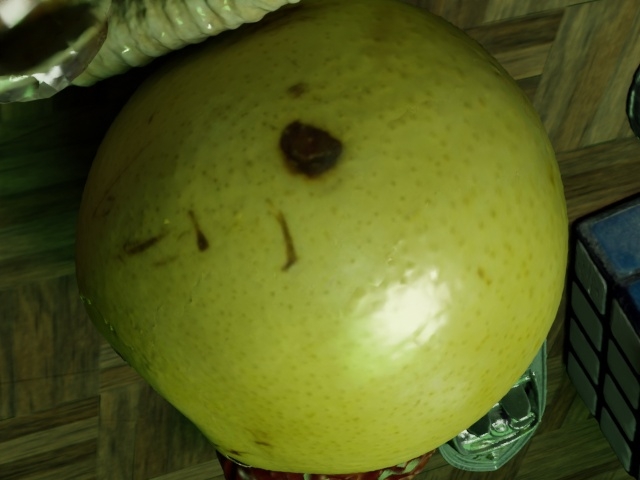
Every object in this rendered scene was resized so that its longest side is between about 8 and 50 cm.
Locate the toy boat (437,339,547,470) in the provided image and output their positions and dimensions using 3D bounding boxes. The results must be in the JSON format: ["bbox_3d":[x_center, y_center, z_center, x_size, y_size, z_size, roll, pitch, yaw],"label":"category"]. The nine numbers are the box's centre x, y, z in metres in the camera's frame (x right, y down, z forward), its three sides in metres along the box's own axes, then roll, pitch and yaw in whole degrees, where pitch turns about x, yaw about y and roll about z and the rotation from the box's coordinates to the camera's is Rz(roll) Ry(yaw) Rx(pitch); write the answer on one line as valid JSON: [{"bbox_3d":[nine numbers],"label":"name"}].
[{"bbox_3d":[0.193,0.194,1.650,0.141,0.092,0.319,-22,148,-5],"label":"toy boat"}]

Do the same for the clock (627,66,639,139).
[{"bbox_3d":[0.425,-0.165,1.355,0.280,0.055,0.281,-20,147,-13],"label":"clock"}]

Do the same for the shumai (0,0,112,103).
[{"bbox_3d":[-0.227,-0.139,0.729,0.267,0.262,0.314,14,131,-45],"label":"shumai"}]

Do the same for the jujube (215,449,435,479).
[{"bbox_3d":[0.014,0.163,1.388,0.213,0.213,0.232,4,137,-40],"label":"jujube"}]

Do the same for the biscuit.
[{"bbox_3d":[-0.094,-0.151,0.937,0.219,0.055,0.061,-16,-166,29],"label":"biscuit"}]

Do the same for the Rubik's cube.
[{"bbox_3d":[0.490,0.127,1.551,0.344,0.337,0.344,-22,147,-6],"label":"Rubik's cube"}]

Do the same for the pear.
[{"bbox_3d":[0.000,0.000,1.015,0.348,0.348,0.348,-19,147,-13],"label":"pear"}]
